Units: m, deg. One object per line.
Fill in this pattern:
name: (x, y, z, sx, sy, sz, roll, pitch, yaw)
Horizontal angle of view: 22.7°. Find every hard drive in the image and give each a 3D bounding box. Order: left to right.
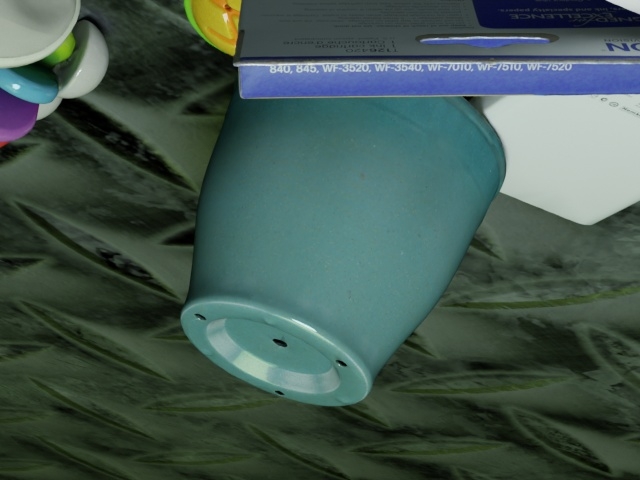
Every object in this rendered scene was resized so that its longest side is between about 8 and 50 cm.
hard drive: (0.254, -0.105, 1.429, 0.203, 0.040, 0.307, 20, 155, -21)

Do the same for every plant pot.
plant pot: (0.000, 0.000, 1.451, 0.272, 0.255, 0.271, 19, 154, 10)

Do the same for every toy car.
toy car: (-0.295, -0.149, 1.449, 0.159, 0.136, 0.182, 27, 152, -31)

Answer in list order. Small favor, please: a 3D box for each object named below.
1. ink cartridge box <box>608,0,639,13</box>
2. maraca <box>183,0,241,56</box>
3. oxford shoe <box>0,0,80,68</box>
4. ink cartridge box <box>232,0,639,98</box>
ink cartridge box: (0.242, -0.268, 0.851, 0.117, 0.207, 0.283, 20, 155, -17)
maraca: (-0.025, -0.211, 1.249, 0.127, 0.099, 0.186, 32, 125, -32)
oxford shoe: (-0.353, -0.271, 1.173, 0.130, 0.169, 0.449, -16, 140, 44)
ink cartridge box: (0.097, -0.145, 1.059, 0.304, 0.307, 0.072, 0, 119, 0)
